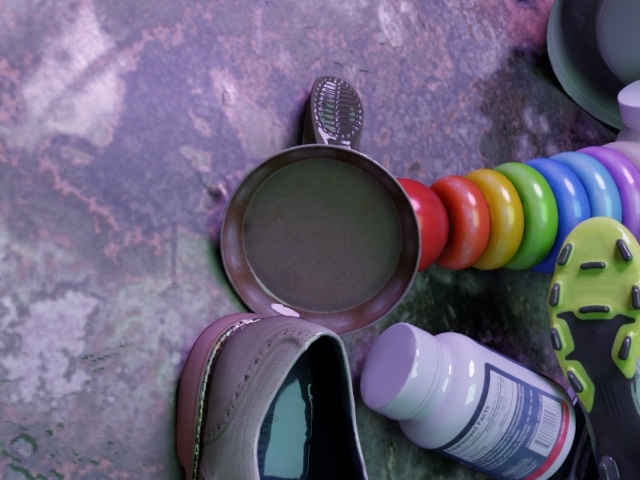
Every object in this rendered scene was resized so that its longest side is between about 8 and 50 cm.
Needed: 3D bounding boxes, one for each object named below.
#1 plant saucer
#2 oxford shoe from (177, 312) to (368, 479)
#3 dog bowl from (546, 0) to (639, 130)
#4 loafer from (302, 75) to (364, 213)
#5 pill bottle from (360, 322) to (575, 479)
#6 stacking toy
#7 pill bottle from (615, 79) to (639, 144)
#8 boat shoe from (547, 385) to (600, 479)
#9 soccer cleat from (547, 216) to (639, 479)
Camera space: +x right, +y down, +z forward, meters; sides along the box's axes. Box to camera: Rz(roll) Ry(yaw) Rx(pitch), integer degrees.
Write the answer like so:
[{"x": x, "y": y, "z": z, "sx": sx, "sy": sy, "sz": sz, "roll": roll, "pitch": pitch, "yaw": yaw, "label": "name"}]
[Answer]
[{"x": 0.000, "y": 0.000, "z": 0.694, "sx": 0.168, "sy": 0.029, "sz": 0.169, "roll": 1, "pitch": 107, "yaw": 3, "label": "plant saucer"}, {"x": -0.035, "y": 0.251, "z": 0.605, "sx": 0.140, "sy": 0.146, "sz": 0.397, "roll": -1, "pitch": 84, "yaw": -32, "label": "oxford shoe"}, {"x": 0.418, "y": -0.249, "z": 0.853, "sx": 0.348, "sy": 0.348, "sz": 0.102, "roll": 31, "pitch": 54, "yaw": -22, "label": "dog bowl"}, {"x": 0.008, "y": -0.084, "z": 0.750, "sx": 0.056, "sy": 0.050, "sz": 0.148, "roll": 12, "pitch": 60, "yaw": -22, "label": "loafer"}, {"x": 0.130, "y": 0.145, "z": 0.742, "sx": 0.180, "sy": 0.108, "sz": 0.108, "roll": 28, "pitch": 69, "yaw": -23, "label": "pill bottle"}, {"x": 0.181, "y": -0.018, "z": 0.799, "sx": 0.330, "sy": 0.141, "sz": 0.141, "roll": -7, "pitch": 85, "yaw": -24, "label": "stacking toy"}, {"x": 0.386, "y": -0.079, "z": 0.898, "sx": 0.108, "sy": 0.108, "sz": 0.194, "roll": -39, "pitch": 119, "yaw": -29, "label": "pill bottle"}, {"x": 0.311, "y": 0.167, "z": 0.842, "sx": 0.306, "sy": 0.105, "sz": 0.113, "roll": -38, "pitch": 101, "yaw": -29, "label": "boat shoe"}, {"x": 0.278, "y": 0.122, "z": 0.745, "sx": 0.121, "sy": 0.093, "sz": 0.289, "roll": 0, "pitch": 76, "yaw": -56, "label": "soccer cleat"}]
